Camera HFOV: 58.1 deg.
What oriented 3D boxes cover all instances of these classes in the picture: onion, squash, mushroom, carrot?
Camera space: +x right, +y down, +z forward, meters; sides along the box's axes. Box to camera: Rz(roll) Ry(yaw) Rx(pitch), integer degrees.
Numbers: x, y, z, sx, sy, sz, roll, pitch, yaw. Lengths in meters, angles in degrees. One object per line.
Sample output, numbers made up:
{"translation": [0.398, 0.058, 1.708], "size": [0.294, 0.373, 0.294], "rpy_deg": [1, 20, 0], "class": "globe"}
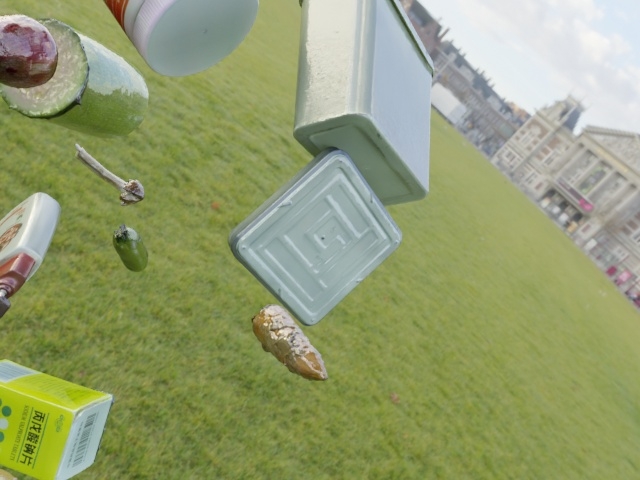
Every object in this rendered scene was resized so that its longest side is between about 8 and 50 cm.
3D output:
{"translation": [-0.653, -0.390, 1.204], "size": [0.159, 0.159, 0.195], "rpy_deg": [43, 39, 2], "class": "onion"}
{"translation": [-0.662, -0.430, 1.580], "size": [0.263, 0.263, 0.384], "rpy_deg": [43, 6, 2], "class": "squash"}
{"translation": [-0.552, 0.017, 1.665], "size": [0.087, 0.087, 0.331], "rpy_deg": [44, -19, 6], "class": "squash"}
{"translation": [-0.477, -0.144, 1.289], "size": [0.187, 0.060, 0.061], "rpy_deg": [38, 48, -27], "class": "mushroom"}
{"translation": [-0.054, 0.227, 1.217], "size": [0.101, 0.102, 0.263], "rpy_deg": [29, 3, -37], "class": "carrot"}

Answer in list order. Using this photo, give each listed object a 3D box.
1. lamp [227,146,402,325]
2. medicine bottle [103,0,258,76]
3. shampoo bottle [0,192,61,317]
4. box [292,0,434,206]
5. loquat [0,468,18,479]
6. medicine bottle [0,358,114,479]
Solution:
{"translation": [0.000, 0.000, 1.069], "size": [0.269, 0.266, 0.047], "rpy_deg": [50, -5, -36], "class": "lamp"}
{"translation": [-0.283, -0.485, 1.095], "size": [0.241, 0.252, 0.252], "rpy_deg": [56, 20, 10], "class": "medicine bottle"}
{"translation": [-0.564, 0.035, 1.055], "size": [0.071, 0.153, 0.284], "rpy_deg": [48, 17, -35], "class": "shampoo bottle"}
{"translation": [0.097, -0.292, 1.149], "size": [0.352, 0.177, 0.344], "rpy_deg": [38, 49, -52], "class": "box"}
{"translation": [-0.778, 0.631, 1.292], "size": [0.243, 0.244, 0.244], "rpy_deg": [37, 18, -15], "class": "loquat"}
{"translation": [-0.525, 0.317, 1.037], "size": [0.250, 0.137, 0.141], "rpy_deg": [16, -2, 9], "class": "medicine bottle"}
